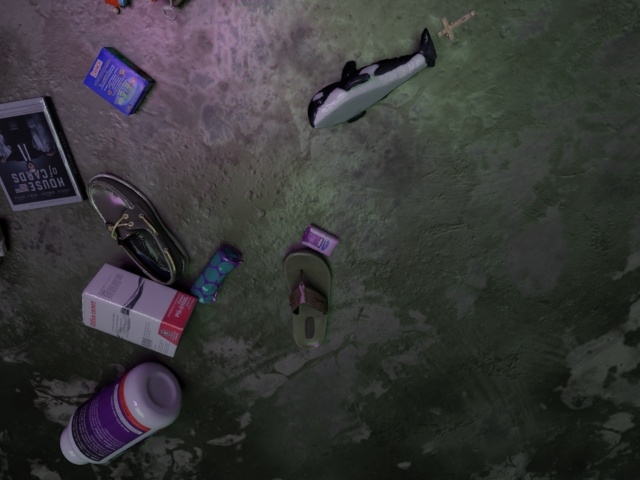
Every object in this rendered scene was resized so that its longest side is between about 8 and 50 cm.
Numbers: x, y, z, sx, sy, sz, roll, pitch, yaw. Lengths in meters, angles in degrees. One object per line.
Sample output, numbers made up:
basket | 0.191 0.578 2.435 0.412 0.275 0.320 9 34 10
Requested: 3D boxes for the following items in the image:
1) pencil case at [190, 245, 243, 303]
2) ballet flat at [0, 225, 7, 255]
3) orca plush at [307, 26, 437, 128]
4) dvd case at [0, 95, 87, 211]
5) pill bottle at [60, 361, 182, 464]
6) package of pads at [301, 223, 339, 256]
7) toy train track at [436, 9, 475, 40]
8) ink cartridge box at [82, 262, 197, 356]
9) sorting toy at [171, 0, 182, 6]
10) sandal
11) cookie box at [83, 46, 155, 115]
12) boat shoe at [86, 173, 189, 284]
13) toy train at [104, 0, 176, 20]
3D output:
pencil case | -0.261 0.087 1.051 0.070 0.064 0.152 38 109 3
ballet flat | -0.825 0.029 1.039 0.206 0.073 0.067 -43 134 19
orca plush | 0.087 -0.342 0.854 0.287 0.151 0.102 -33 78 16
dvd case | -0.662 -0.192 0.956 0.179 0.030 0.239 -8 112 4
pill bottle | -0.554 0.486 1.156 0.322 0.181 0.182 -34 109 13
package of pads | 0.000 0.000 1.031 0.083 0.032 0.050 27 108 -10
toy train track | 0.278 -0.442 0.855 0.083 0.014 0.048 -30 110 11
ink cartridge box | -0.447 0.177 1.039 0.237 0.100 0.172 24 136 -9
sorting toy | -0.247 -0.598 0.716 0.307 0.041 0.229 -24 111 36
sandal | -0.027 0.162 1.069 0.120 0.086 0.303 -4 113 2
cookie box | -0.426 -0.337 0.888 0.107 0.040 0.092 38 108 -14
boat shoe | -0.435 -0.024 0.991 0.109 0.091 0.305 -33 109 13
toy train | -0.354 -0.491 0.803 0.166 0.046 0.125 15 154 2
